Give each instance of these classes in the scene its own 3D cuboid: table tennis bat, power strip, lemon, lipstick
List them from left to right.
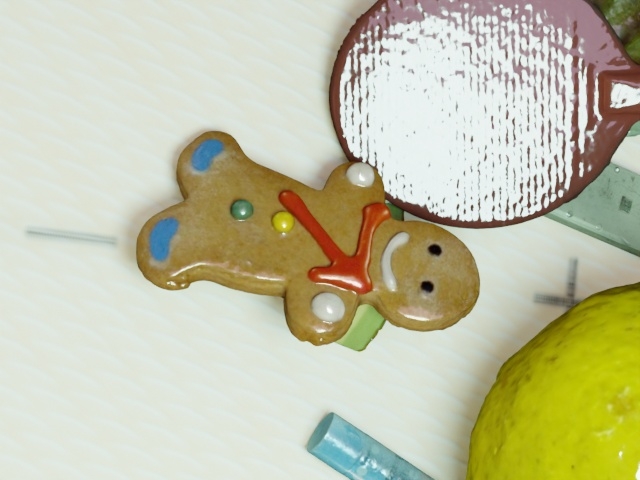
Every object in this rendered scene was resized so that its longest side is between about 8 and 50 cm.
[{"bbox_3d":[0.063,0.231,1.755,0.158,0.048,0.048,35,76,-11],"label":"lipstick"},{"bbox_3d":[0.215,-0.146,1.785,0.414,0.051,0.268,-2,98,-3],"label":"table tennis bat"},{"bbox_3d":[0.284,-0.046,1.859,0.226,0.029,0.080,23,76,-12],"label":"power strip"},{"bbox_3d":[0.312,0.209,1.682,0.349,0.350,0.387,15,84,-14],"label":"lemon"}]

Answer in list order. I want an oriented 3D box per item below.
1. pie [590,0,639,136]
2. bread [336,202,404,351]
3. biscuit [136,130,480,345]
[{"bbox_3d":[0.308,-0.247,1.850,0.306,0.071,0.306,-2,96,-17],"label":"pie"},{"bbox_3d":[0.034,0.027,1.787,0.074,0.084,0.139,19,48,-13],"label":"bread"},{"bbox_3d":[0.000,-0.001,1.706,0.324,0.049,0.205,21,58,1],"label":"biscuit"}]
